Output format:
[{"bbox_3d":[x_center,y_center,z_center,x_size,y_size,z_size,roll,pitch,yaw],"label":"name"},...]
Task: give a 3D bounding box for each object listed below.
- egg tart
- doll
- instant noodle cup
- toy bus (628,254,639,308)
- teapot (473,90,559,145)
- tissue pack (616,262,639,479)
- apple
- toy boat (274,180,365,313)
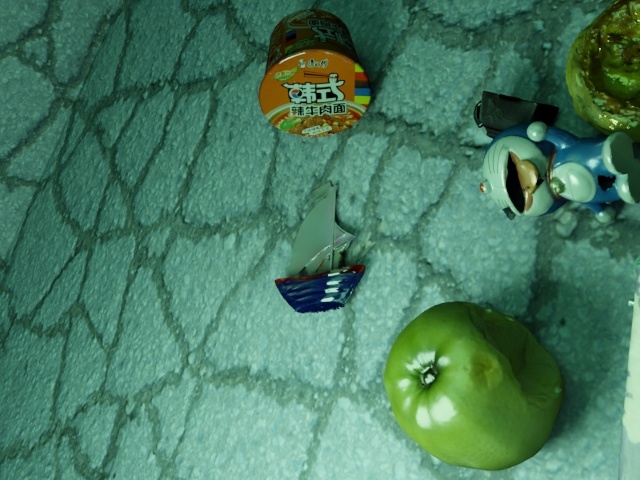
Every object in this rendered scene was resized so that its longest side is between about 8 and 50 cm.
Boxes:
[{"bbox_3d":[0.547,-0.275,1.037,0.290,0.115,0.290,-13,62,27],"label":"egg tart"},{"bbox_3d":[0.387,-0.108,1.059,0.161,0.215,0.257,-45,27,-26],"label":"doll"},{"bbox_3d":[-0.016,-0.388,1.474,0.250,0.250,0.192,-27,47,27],"label":"instant noodle cup"},{"bbox_3d":[0.565,0.000,0.901,0.167,0.138,0.275,23,88,40],"label":"toy bus"},{"bbox_3d":[0.358,-0.217,1.200,0.177,0.087,0.096,28,113,42],"label":"teapot"},{"bbox_3d":[0.488,0.197,0.754,0.242,0.125,0.344,27,125,57],"label":"tissue pack"},{"bbox_3d":[0.229,0.223,1.008,0.279,0.279,0.279,-16,62,33],"label":"apple"},{"bbox_3d":[-0.019,0.022,1.406,0.219,0.072,0.318,-35,50,19],"label":"toy boat"}]
